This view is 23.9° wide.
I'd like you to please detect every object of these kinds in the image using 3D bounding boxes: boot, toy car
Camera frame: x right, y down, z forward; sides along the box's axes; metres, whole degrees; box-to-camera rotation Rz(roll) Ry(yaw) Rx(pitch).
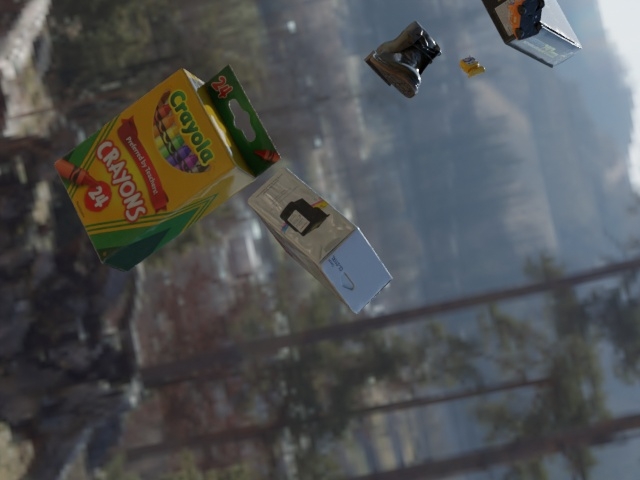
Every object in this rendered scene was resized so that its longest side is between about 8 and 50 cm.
[{"bbox_3d":[0.135,-0.286,2.313,0.082,0.106,0.219,44,3,-19],"label":"boot"},{"bbox_3d":[0.209,-0.249,1.777,0.040,0.122,0.060,48,-14,41],"label":"toy car"}]

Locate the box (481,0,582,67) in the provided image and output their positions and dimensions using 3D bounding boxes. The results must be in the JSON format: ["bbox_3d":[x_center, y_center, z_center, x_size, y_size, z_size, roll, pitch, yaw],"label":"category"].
[{"bbox_3d":[0.262,-0.362,2.093,0.183,0.059,0.233,11,51,-61],"label":"box"}]

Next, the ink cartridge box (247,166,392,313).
[{"bbox_3d":[0.000,0.000,1.990,0.175,0.072,0.127,41,-9,42],"label":"ink cartridge box"}]

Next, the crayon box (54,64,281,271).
[{"bbox_3d":[-0.242,-0.123,2.356,0.202,0.318,0.081,60,14,24],"label":"crayon box"}]
